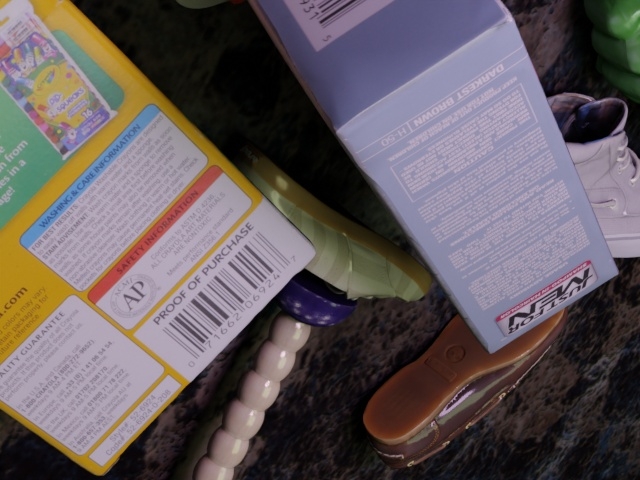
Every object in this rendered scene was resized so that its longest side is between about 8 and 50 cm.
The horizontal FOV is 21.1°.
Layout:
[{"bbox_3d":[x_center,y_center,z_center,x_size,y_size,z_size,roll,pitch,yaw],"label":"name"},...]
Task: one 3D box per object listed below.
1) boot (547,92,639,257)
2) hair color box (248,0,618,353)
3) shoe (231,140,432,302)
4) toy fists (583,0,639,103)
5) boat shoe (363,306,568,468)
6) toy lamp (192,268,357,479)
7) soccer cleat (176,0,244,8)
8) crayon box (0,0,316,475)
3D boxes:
[{"bbox_3d":[0.232,-0.057,1.389,0.258,0.095,0.123,-11,134,-38],"label":"boot"},{"bbox_3d":[0.065,-0.084,1.062,0.113,0.185,0.374,-33,153,3],"label":"hair color box"},{"bbox_3d":[0.000,0.000,1.226,0.219,0.076,0.058,34,92,-44],"label":"shoe"},{"bbox_3d":[0.300,-0.153,1.383,0.279,0.096,0.142,33,79,-52],"label":"toy fists"},{"bbox_3d":[0.124,0.112,1.445,0.207,0.073,0.073,-35,142,-8],"label":"boat shoe"},{"bbox_3d":[-0.064,0.148,1.278,0.080,0.080,0.275,13,112,-49],"label":"toy lamp"},{"bbox_3d":[-0.029,-0.221,1.029,0.068,0.076,0.196,7,135,-49],"label":"soccer cleat"},{"bbox_3d":[-0.170,-0.021,1.003,0.203,0.083,0.323,-46,135,-1],"label":"crayon box"}]
